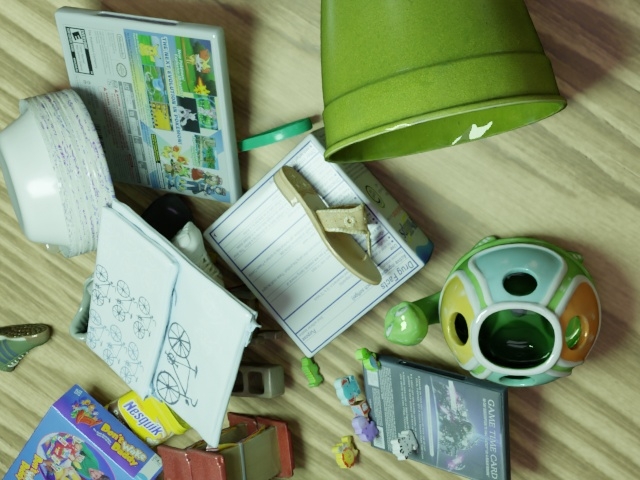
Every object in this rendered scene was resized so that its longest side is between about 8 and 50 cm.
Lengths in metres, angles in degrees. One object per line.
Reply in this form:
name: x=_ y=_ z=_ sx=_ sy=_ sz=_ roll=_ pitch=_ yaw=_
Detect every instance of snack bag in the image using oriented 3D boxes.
snack bag: x=-0.259 y=0.148 z=1.486 sx=0.342 sy=0.037 sz=0.323 roll=37 pitch=128 yaw=24

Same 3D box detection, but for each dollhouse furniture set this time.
dollhouse furniture set: x=-0.178 y=0.277 z=1.630 sx=0.152 sy=0.201 sz=0.374 roll=-2 pitch=96 yaw=37

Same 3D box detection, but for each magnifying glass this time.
magnifying glass: x=-0.118 y=-0.171 z=1.585 sx=0.230 sy=0.092 sz=0.026 roll=-12 pitch=104 yaw=27

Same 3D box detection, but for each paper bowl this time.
paper bowl: x=-0.461 y=-0.109 z=1.566 sx=0.148 sy=0.284 sz=0.284 roll=-18 pitch=100 yaw=-21

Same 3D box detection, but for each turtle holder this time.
turtle holder: x=0.288 y=0.111 z=1.464 sx=0.320 sy=0.227 sz=0.243 roll=26 pitch=108 yaw=7

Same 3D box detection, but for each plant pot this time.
plant pot: x=0.150 y=-0.329 z=1.359 sx=0.366 sy=0.366 sz=0.353 roll=-12 pitch=88 yaw=17

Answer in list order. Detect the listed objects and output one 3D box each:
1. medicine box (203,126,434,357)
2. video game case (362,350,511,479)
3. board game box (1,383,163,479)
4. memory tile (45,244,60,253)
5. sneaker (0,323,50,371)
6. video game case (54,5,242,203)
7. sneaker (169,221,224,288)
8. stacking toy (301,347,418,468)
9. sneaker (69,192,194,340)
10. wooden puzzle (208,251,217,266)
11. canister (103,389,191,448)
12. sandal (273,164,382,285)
medicine box: x=0.000 y=0.000 z=1.553 sx=0.263 sy=0.149 sz=0.289 roll=-41 pitch=91 yaw=19
video game case: x=0.198 y=0.309 z=1.570 sx=0.274 sy=0.026 sz=0.196 roll=10 pitch=117 yaw=35
board game box: x=-0.479 y=0.470 z=1.776 sx=0.233 sy=0.078 sz=0.347 roll=41 pitch=125 yaw=2
memory tile: x=-0.513 y=-0.056 z=1.743 sx=0.113 sy=0.012 sz=0.148 roll=-28 pitch=95 yaw=19
sneaker: x=-0.617 y=0.219 z=1.812 sx=0.192 sy=0.064 sz=0.086 roll=-6 pitch=109 yaw=16
video game case: x=-0.288 y=-0.227 z=1.552 sx=0.299 sy=0.036 sz=0.329 roll=12 pitch=130 yaw=17
sneaker: x=-0.208 y=0.045 z=1.541 sx=0.115 sy=0.232 sz=0.090 roll=38 pitch=75 yaw=3
stacking toy: x=0.061 y=0.302 z=1.626 sx=0.167 sy=0.052 sz=0.221 roll=-19 pitch=98 yaw=43
sneaker: x=-0.347 y=0.063 z=1.654 sx=0.122 sy=0.146 sz=0.331 roll=37 pitch=108 yaw=12
wooden puzzle: x=-0.244 y=0.051 z=1.697 sx=0.116 sy=0.014 sz=0.079 roll=5 pitch=101 yaw=20
canister: x=-0.345 y=0.346 z=1.763 sx=0.169 sy=0.073 sz=0.126 roll=-32 pitch=95 yaw=20
sandal: x=0.031 y=-0.041 z=1.411 sx=0.240 sy=0.088 sz=0.079 roll=47 pitch=115 yaw=5
